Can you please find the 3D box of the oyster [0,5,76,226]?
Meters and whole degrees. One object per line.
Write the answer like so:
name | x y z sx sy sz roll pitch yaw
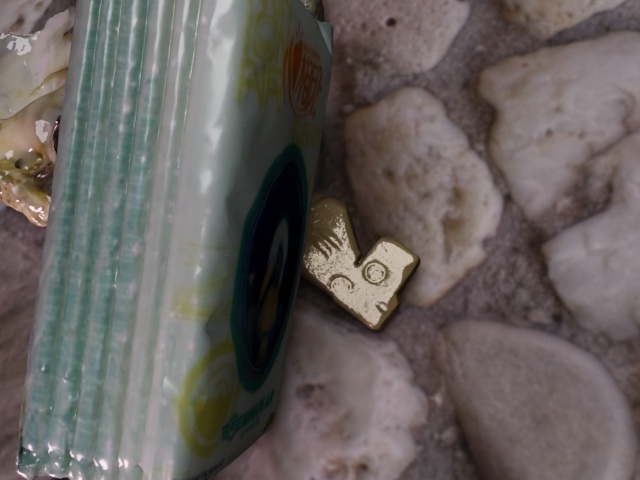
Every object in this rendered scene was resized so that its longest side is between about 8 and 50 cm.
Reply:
oyster | -0.312 -0.148 1.083 0.275 0.100 0.271 10 67 29

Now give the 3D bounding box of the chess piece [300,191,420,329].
chess piece | 0.000 0.000 0.973 0.200 0.090 0.090 37 79 15

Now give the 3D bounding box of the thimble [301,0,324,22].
thimble | -0.039 -0.253 1.090 0.084 0.062 0.110 8 70 11

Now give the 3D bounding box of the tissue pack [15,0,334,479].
tissue pack | -0.104 -0.014 0.812 0.162 0.287 0.388 9 93 10
